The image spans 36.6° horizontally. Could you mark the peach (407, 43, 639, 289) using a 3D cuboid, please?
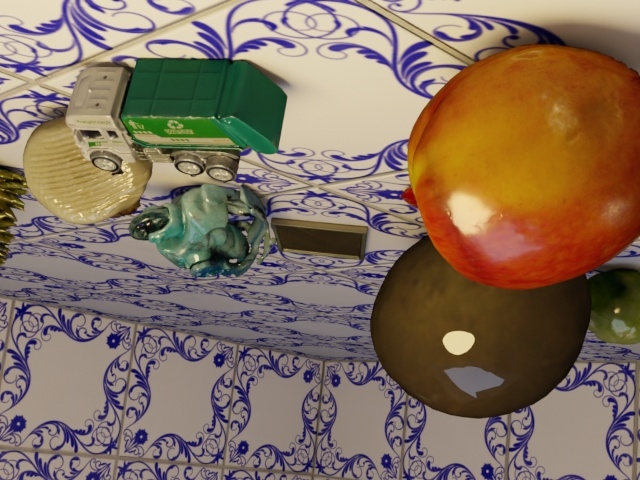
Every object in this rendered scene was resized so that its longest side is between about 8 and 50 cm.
[{"bbox_3d":[0.224,-0.078,0.973,0.281,0.238,0.281,-6,130,-7],"label":"peach"}]

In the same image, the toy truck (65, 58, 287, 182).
[{"bbox_3d":[-0.168,-0.146,1.130,0.253,0.114,0.124,4,154,11],"label":"toy truck"}]

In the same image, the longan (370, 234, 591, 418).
[{"bbox_3d":[0.274,0.135,1.682,0.405,0.336,0.404,-27,-175,2],"label":"longan"}]

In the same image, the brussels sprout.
[{"bbox_3d":[0.588,0.122,1.899,0.152,0.149,0.122,-32,147,-3],"label":"brussels sprout"}]

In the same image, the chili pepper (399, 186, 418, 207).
[{"bbox_3d":[0.180,-0.065,1.451,0.059,0.050,0.191,11,179,-33],"label":"chili pepper"}]

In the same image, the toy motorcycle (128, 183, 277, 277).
[{"bbox_3d":[-0.191,-0.021,1.649,0.206,0.154,0.260,-21,157,11],"label":"toy motorcycle"}]

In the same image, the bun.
[{"bbox_3d":[-0.313,-0.108,1.335,0.173,0.166,0.113,13,-149,2],"label":"bun"}]

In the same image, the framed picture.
[{"bbox_3d":[0.000,0.000,1.903,0.184,0.016,0.250,6,167,4],"label":"framed picture"}]

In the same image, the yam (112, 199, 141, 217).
[{"bbox_3d":[-0.373,-0.074,1.618,0.141,0.079,0.079,-2,165,37],"label":"yam"}]

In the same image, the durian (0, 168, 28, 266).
[{"bbox_3d":[-0.625,-0.047,1.687,0.198,0.163,0.394,13,172,-20],"label":"durian"}]
